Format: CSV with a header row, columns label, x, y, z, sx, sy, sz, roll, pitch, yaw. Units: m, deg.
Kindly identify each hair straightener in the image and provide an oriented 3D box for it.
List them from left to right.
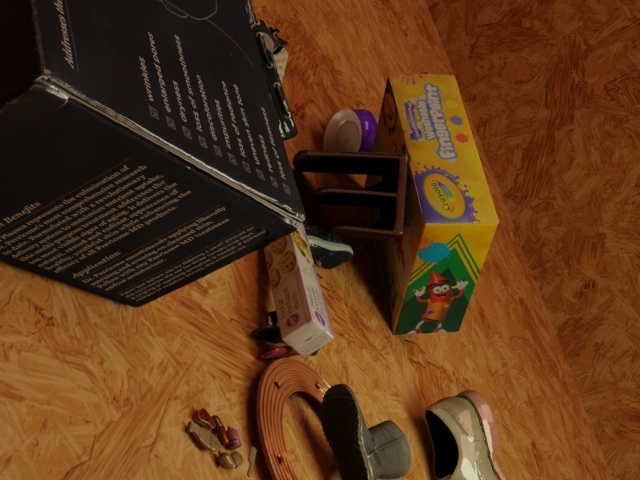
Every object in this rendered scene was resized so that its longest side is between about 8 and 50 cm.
label,x,y,z,sx,sy,sz,roll,pitch,yaw
hair straightener,-0.049,0.153,1.739,0.230,0.047,0.089,6,59,-62

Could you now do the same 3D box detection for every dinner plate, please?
label,x,y,z,sx,sy,sz,roll,pitch,yaw
dinner plate,0.056,-0.233,2.376,0.141,0.017,0.141,-23,121,-46

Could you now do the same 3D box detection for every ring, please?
label,x,y,z,sx,sy,sz,roll,pitch,yaw
ring,-0.008,0.346,1.636,0.336,0.032,0.336,48,26,-33

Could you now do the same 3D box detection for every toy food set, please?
label,x,y,z,sx,sy,sz,roll,pitch,yaw
toy food set,-0.140,0.278,1.428,0.122,0.019,0.078,46,25,-21

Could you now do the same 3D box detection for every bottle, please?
label,x,y,z,sx,sy,sz,roll,pitch,yaw
bottle,0.106,-0.263,2.540,0.283,0.092,0.118,10,60,-64

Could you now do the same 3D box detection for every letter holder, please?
label,x,y,z,sx,sy,sz,roll,pitch,yaw
letter holder,0.046,-0.086,2.037,0.302,0.215,0.152,130,-36,-87

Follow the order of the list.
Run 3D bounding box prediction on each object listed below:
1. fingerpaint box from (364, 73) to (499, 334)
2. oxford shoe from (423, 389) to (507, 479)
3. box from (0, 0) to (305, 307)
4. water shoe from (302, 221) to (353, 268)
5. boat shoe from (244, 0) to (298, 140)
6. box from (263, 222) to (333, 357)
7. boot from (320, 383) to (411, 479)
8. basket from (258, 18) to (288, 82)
label,x,y,z,sx,sy,sz,roll,pitch,yaw
fingerpaint box,0.229,-0.081,2.245,0.371,0.163,0.444,99,-14,-48
oxford shoe,0.299,0.509,2.077,0.147,0.140,0.396,-6,72,-35
box,-0.305,-0.227,1.255,0.472,0.297,0.479,31,38,-56
water shoe,0.000,0.000,2.009,0.203,0.073,0.080,22,40,-62
boat shoe,-0.111,-0.340,1.909,0.127,0.113,0.340,158,-80,-75
box,-0.046,0.062,1.764,0.063,0.067,0.324,45,18,-34
boot,0.085,0.324,1.732,0.208,0.076,0.189,-3,81,-60
basket,-0.137,-0.357,2.071,0.113,0.103,0.167,52,24,-25
